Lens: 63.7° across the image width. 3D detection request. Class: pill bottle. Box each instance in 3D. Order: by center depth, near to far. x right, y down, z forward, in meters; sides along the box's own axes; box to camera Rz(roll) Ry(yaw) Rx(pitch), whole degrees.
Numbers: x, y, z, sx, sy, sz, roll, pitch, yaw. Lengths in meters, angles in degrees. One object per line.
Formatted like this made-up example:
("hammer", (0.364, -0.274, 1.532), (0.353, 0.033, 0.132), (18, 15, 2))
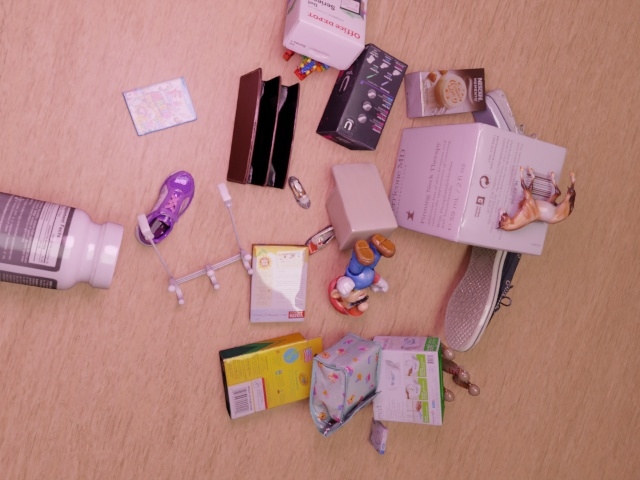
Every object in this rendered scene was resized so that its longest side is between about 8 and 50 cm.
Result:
("pill bottle", (-0.689, 0.007, 1.258), (0.362, 0.210, 0.210), (13, 94, -24))

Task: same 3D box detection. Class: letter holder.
("letter holder", (-0.145, -0.298, 1.421), (0.151, 0.214, 0.302), (6, 97, -23))

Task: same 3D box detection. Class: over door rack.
("over door rack", (-0.320, 0.031, 1.391), (0.239, 0.108, 0.324), (-23, 139, -13))

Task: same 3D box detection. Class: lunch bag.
("lunch bag", (0.082, 0.458, 1.609), (0.223, 0.160, 0.263), (-20, 116, -52))

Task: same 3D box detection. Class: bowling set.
("bowling set", (0.428, 0.503, 1.825), (0.200, 0.154, 0.287), (-46, 112, -9))

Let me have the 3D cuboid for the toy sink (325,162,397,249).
("toy sink", (0.112, -0.104, 1.586), (0.152, 0.131, 0.234), (-7, 65, -22))

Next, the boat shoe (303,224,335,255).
("boat shoe", (0.000, 0.000, 1.626), (0.137, 0.043, 0.049), (-40, 113, -10))

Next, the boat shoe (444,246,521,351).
("boat shoe", (0.582, 0.161, 1.799), (0.156, 0.186, 0.501), (31, 74, -29))

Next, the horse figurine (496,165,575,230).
("horse figurine", (0.611, -0.107, 1.414), (0.263, 0.066, 0.175), (3, 93, -21))

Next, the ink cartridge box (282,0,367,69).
("ink cartridge box", (0.019, -0.645, 1.426), (0.201, 0.117, 0.278), (13, 69, -23))

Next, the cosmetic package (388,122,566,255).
("cosmetic package", (0.457, -0.161, 1.590), (0.327, 0.393, 0.330), (8, 96, -24))

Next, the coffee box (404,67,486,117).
("coffee box", (0.406, -0.480, 1.675), (0.246, 0.098, 0.141), (-11, 103, -20))

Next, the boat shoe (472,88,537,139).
("boat shoe", (0.665, -0.357, 1.795), (0.156, 0.136, 0.367), (-33, 100, -17))

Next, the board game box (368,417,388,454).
("board game box", (0.202, 0.681, 1.799), (0.020, 0.090, 0.090), (5, 98, -21))

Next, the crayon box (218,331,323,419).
("crayon box", (-0.145, 0.415, 1.618), (0.318, 0.081, 0.203), (-9, 103, -20))

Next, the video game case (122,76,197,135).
("video game case", (-0.434, -0.365, 1.402), (0.166, 0.015, 0.119), (-21, 106, -18))

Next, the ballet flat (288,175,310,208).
("ballet flat", (-0.062, -0.144, 1.577), (0.041, 0.041, 0.114), (-35, 110, -13))

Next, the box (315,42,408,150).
("box", (0.119, -0.418, 1.534), (0.143, 0.165, 0.271), (21, 91, -24))

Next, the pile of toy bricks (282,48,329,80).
("pile of toy bricks", (-0.031, -0.527, 1.493), (0.118, 0.105, 0.212), (48, 58, -6))

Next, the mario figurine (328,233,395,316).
("mario figurine", (0.135, 0.137, 1.578), (0.197, 0.170, 0.321), (11, 138, -9))

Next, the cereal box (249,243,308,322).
("cereal box", (-0.129, 0.132, 1.586), (0.172, 0.047, 0.240), (2, 100, -15))

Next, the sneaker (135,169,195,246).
("sneaker", (-0.416, -0.083, 1.410), (0.095, 0.104, 0.237), (33, 85, -22))

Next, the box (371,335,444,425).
("box", (0.288, 0.464, 1.718), (0.230, 0.127, 0.262), (-3, 103, 19))
